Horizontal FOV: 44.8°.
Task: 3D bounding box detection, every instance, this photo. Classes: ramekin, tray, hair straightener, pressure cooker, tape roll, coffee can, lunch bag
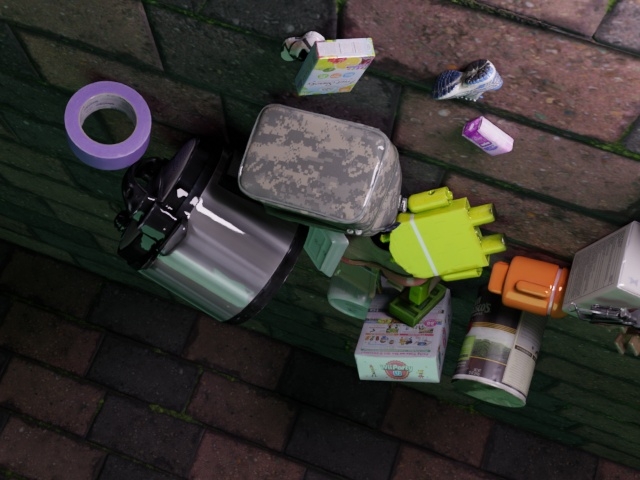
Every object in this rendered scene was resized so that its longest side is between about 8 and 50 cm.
[{"bbox_3d":[0.120,0.167,2.413,0.207,0.109,0.207,18,161,7],"label":"ramekin"},{"bbox_3d":[0.000,0.000,1.981,0.145,0.030,0.270,56,161,13],"label":"tray"},{"bbox_3d":[0.592,0.141,1.511,0.231,0.047,0.089,9,158,39],"label":"hair straightener"},{"bbox_3d":[-0.282,-0.040,1.844,0.420,0.375,0.370,34,151,-18],"label":"pressure cooker"},{"bbox_3d":[-0.483,-0.261,1.770,0.189,0.188,0.080,24,160,-8],"label":"tape roll"},{"bbox_3d":[0.486,0.282,2.084,0.202,0.275,0.201,19,160,7],"label":"coffee can"},{"bbox_3d":[0.017,-0.128,1.607,0.305,0.212,0.256,16,176,18],"label":"lunch bag"}]

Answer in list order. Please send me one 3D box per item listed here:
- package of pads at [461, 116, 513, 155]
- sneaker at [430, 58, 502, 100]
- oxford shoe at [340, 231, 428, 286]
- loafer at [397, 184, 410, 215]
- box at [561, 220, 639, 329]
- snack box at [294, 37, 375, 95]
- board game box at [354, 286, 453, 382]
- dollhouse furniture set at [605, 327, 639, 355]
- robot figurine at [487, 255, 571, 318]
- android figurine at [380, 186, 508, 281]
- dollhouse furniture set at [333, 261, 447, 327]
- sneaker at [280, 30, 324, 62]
[{"bbox_3d":[0.301,-0.185,1.394,0.083,0.031,0.050,30,156,-25],"label":"package of pads"},{"bbox_3d":[0.238,-0.248,1.266,0.058,0.052,0.135,29,160,-32],"label":"sneaker"},{"bbox_3d":[0.128,-0.005,1.948,0.348,0.123,0.130,19,141,37],"label":"oxford shoe"},{"bbox_3d":[0.171,-0.082,1.779,0.061,0.062,0.170,22,156,33],"label":"loafer"},{"bbox_3d":[0.619,0.078,1.593,0.127,0.148,0.232,22,161,-4],"label":"box"},{"bbox_3d":[0.022,-0.294,1.320,0.100,0.037,0.141,-6,168,-18],"label":"snack box"},{"bbox_3d":[0.239,0.257,2.173,0.224,0.303,0.097,-1,122,18],"label":"board game box"},{"bbox_3d":[0.829,0.214,1.827,0.212,0.161,0.242,-6,125,52],"label":"dollhouse furniture set"},{"bbox_3d":[0.511,0.109,1.826,0.220,0.128,0.158,15,149,21],"label":"robot figurine"},{"bbox_3d":[0.268,-0.003,1.725,0.273,0.056,0.248,-14,124,27],"label":"android figurine"},{"bbox_3d":[0.189,0.064,2.135,0.302,0.151,0.197,32,145,24],"label":"dollhouse furniture set"},{"bbox_3d":[-0.039,-0.329,1.348,0.040,0.043,0.109,31,160,-29],"label":"sneaker"}]
